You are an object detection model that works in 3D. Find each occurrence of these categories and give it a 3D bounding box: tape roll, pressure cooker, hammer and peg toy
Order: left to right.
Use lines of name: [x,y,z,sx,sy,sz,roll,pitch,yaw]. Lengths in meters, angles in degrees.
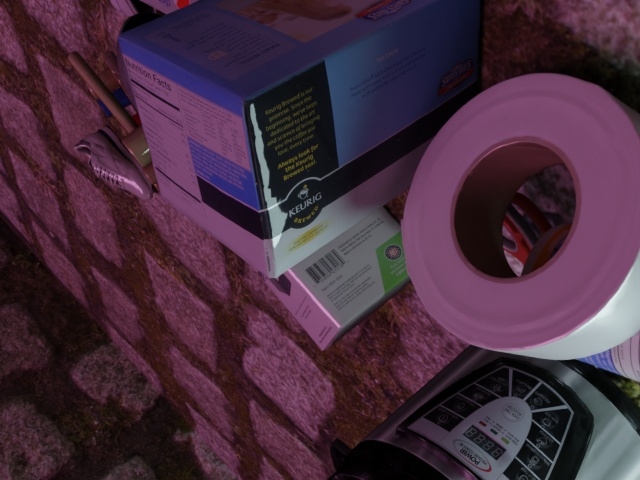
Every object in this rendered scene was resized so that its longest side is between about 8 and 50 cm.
hammer and peg toy: [-0.317,-0.230,1.433,0.266,0.127,0.361,57,173,-3]
pressure cooker: [0.219,0.378,1.059,0.375,0.420,0.370,56,154,-2]
tape roll: [0.221,-0.022,0.801,0.286,0.100,0.286,-15,69,44]

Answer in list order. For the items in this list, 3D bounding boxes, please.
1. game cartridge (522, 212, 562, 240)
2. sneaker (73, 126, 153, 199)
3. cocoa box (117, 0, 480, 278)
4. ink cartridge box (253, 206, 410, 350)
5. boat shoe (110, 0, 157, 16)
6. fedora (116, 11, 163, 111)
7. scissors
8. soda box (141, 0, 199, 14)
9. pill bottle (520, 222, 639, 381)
game cartridge: [0.289,0.004,0.983,0.056,0.017,0.083,6,125,50]
sneaker: [-0.503,-0.174,1.914,0.235,0.095,0.090,44,148,17]
cocoa box: [-0.010,-0.170,0.902,0.231,0.347,0.228,32,144,37]
ink cartridge box: [0.000,0.000,1.224,0.273,0.198,0.115,49,152,12]
boat shoe: [-0.327,-0.490,1.333,0.084,0.095,0.258,36,157,24]
fedora: [-0.204,-0.267,1.287,0.124,0.243,0.275,-19,118,29]
scissors: [0.304,0.063,0.988,0.297,0.021,0.109,53,154,-6]
soda box: [-0.209,-0.407,1.213,0.286,0.098,0.091,34,140,33]
pill bottle: [0.358,0.077,0.812,0.272,0.152,0.152,17,134,48]
